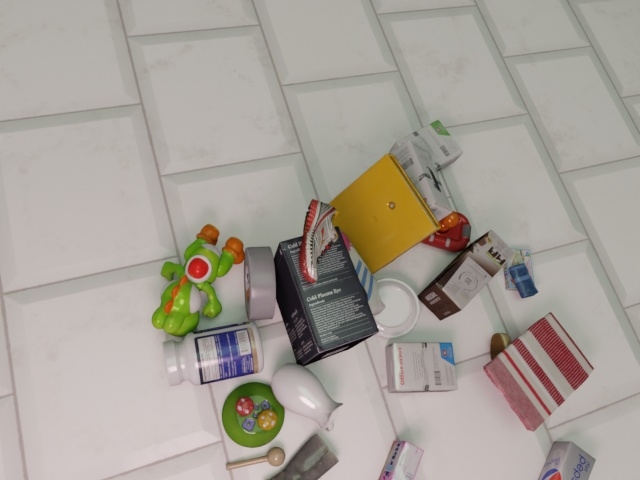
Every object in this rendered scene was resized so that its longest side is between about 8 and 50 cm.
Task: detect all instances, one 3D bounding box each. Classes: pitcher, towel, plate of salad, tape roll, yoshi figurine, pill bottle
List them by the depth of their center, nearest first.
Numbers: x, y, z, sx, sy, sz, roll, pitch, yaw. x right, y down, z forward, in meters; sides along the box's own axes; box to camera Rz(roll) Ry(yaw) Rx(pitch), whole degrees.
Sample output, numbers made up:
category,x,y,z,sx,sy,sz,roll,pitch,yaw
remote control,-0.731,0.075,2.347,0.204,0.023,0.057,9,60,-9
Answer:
category,x,y,z,sx,sy,sz,roll,pitch,yaw
pill bottle,-0.305,0.325,1.473,0.265,0.153,0.153,-8,72,-15
pitcher,-0.040,0.462,1.496,0.207,0.177,0.125,33,55,22
tape roll,-0.183,0.127,1.540,0.073,0.219,0.219,-1,70,-14
yoshi figurine,-0.378,0.140,1.546,0.203,0.204,0.362,57,44,-32
towel,0.695,0.409,1.641,0.329,0.037,0.237,-31,82,-23
plate of salad,0.226,0.221,1.694,0.200,0.048,0.199,1,73,-2
towel,0.712,0.142,1.817,0.067,0.029,0.119,-14,74,-17

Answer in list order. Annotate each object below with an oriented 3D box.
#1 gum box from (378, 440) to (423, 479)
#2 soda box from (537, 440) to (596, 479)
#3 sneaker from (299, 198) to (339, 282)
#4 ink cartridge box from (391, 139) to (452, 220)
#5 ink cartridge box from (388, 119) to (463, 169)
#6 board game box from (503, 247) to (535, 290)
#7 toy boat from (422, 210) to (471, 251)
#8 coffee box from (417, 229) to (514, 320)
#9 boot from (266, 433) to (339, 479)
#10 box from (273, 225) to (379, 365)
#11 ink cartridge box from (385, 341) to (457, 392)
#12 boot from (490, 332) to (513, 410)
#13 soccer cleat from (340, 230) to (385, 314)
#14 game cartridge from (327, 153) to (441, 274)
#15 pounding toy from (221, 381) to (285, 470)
category,x,y,z,sx,sy,sz,roll,pitch,yaw
gum box,0.219,0.679,1.487,0.062,0.107,0.188,29,66,-1
soda box,0.727,0.765,1.581,0.098,0.091,0.286,37,66,3
sneaker,0.000,0.000,1.329,0.093,0.088,0.225,12,68,-7
ink cartridge box,0.295,-0.164,1.731,0.114,0.197,0.272,19,46,-41
ink cartridge box,0.387,-0.324,1.911,0.220,0.092,0.160,-29,78,-21
board game box,0.712,0.105,1.862,0.104,0.026,0.153,6,69,-11
toy boat,0.425,-0.059,1.789,0.231,0.151,0.150,16,67,-7
coffee box,0.483,0.117,1.728,0.297,0.168,0.119,-40,83,-23
boot,-0.033,0.683,1.454,0.209,0.076,0.189,-30,81,-28
box,-0.009,0.174,1.495,0.179,0.343,0.312,-17,75,-17
ink cartridge box,0.313,0.400,1.625,0.203,0.086,0.148,3,69,-11
boot,0.687,0.414,1.702,0.204,0.095,0.261,-12,75,-17
soccer cleat,0.102,0.106,1.669,0.143,0.116,0.331,16,41,-43
game cartridge,0.183,-0.071,1.666,0.053,0.324,0.285,-16,72,-53
pounding toy,-0.182,0.515,1.453,0.183,0.110,0.236,-1,70,-13
